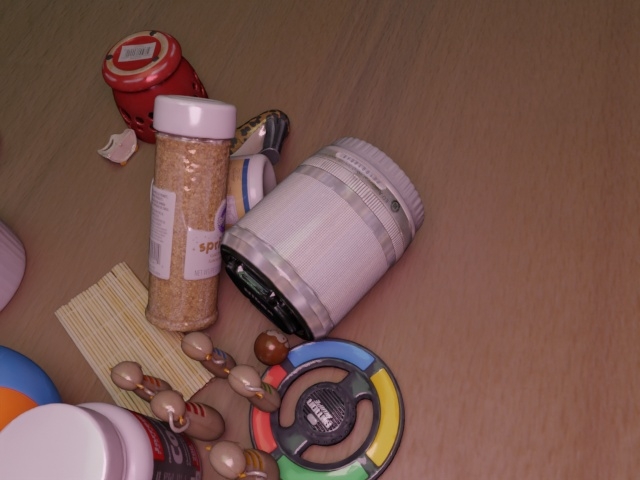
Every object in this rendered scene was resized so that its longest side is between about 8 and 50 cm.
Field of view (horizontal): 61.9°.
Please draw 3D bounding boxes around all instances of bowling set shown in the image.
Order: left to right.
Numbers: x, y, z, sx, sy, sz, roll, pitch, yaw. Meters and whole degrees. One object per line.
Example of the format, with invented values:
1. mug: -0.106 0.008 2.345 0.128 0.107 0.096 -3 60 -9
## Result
1. bowling set: -0.142 0.187 0.743 0.286 0.154 0.200 22 69 27

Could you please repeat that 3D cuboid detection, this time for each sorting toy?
1. sorting toy: -0.444 -0.203 1.154 0.075 0.045 0.083 19 64 29

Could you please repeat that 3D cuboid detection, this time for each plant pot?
1. plant pot: -0.355 -0.329 1.138 0.191 0.174 0.191 -5 60 8

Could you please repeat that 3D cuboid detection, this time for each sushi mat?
1. sushi mat: -0.321 0.172 0.907 0.151 0.019 0.316 -42 60 -14

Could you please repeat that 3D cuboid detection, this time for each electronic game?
1. electronic game: 0.007 0.251 0.777 0.229 0.048 0.229 -5 58 8

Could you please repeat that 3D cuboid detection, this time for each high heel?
1. high heel: -0.187 -0.187 1.086 0.261 0.093 0.186 -12 38 14

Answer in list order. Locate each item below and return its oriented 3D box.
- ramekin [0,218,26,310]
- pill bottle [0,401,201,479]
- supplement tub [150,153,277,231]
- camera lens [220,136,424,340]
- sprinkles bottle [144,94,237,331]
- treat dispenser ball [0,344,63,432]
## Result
1. ramekin: -0.698 0.048 0.988 0.277 0.135 0.277 -5 58 8
2. pill bottle: -0.262 0.289 0.655 0.161 0.283 0.161 -2 64 5
3. supplement tub: -0.186 -0.076 0.961 0.199 0.144 0.144 -4 58 9
4. camera lens: 0.000 0.000 0.832 0.219 0.219 0.274 37 71 28
5. sprinkles bottle: -0.206 -0.040 0.835 0.121 0.356 0.121 8 16 -2
6. treat dispenser ball: -0.499 0.279 0.715 0.288 0.288 0.288 -5 58 8
